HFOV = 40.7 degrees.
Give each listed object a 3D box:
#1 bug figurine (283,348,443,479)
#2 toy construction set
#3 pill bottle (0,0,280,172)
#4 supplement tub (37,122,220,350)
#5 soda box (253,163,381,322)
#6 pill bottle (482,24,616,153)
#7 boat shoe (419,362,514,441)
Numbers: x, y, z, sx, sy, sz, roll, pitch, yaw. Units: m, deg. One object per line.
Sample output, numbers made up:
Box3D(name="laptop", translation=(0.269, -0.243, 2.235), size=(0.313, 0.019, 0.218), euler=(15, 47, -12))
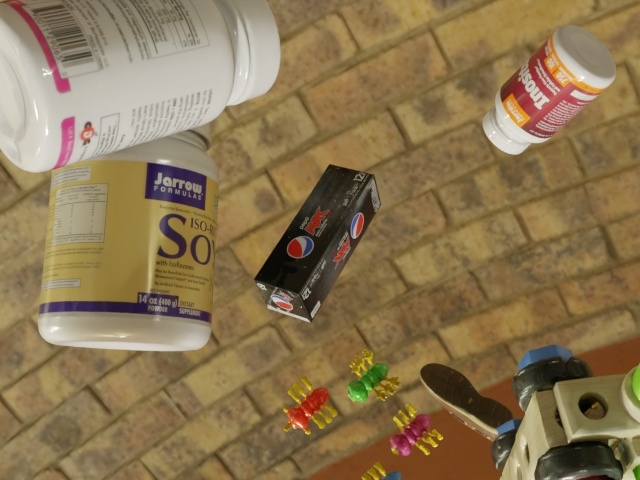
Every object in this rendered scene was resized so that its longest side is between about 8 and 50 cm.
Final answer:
Box3D(name="bug figurine", translation=(0.078, 0.331, 1.505), size=(0.216, 0.279, 0.072), euler=(-39, 168, -14))
Box3D(name="toy construction set", translation=(0.224, 0.124, 0.556), size=(0.215, 0.328, 0.151), euler=(-6, -140, -2))
Box3D(name="pill bottle", translation=(-0.190, -0.180, 0.880), size=(0.283, 0.160, 0.160), euler=(-23, -164, -36))
Box3D(name="supplement tub", translation=(-0.267, -0.015, 1.232), size=(0.241, 0.241, 0.331), euler=(-7, -104, 42))
Box3D(name="soda box", translation=(0.000, 0.000, 0.912), size=(0.060, 0.053, 0.169), euler=(16, -122, 28))
Box3D(name="pill bottle", translation=(0.259, -0.169, 1.000), size=(0.152, 0.086, 0.086), euler=(-48, -173, 46))
Box3D(name="boat shoe", translation=(0.232, 0.268, 1.406), size=(0.178, 0.060, 0.064), euler=(34, -128, 30))
